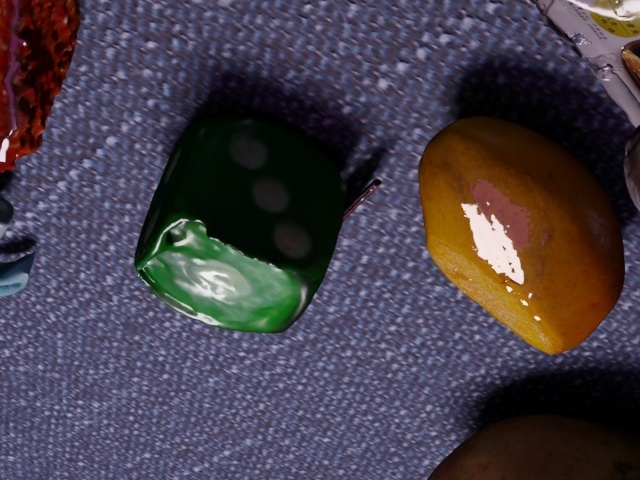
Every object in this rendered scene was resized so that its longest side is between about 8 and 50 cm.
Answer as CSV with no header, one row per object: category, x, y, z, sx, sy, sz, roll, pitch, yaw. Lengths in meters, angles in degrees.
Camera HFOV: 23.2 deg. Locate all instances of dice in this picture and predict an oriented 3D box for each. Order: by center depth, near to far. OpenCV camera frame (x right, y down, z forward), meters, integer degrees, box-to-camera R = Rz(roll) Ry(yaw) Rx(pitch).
dice,-0.060,-0.012,1.167,0.128,0.120,0.131,22,150,-12

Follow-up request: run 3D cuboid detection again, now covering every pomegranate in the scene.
pomegranate,0.231,0.305,1.395,0.322,0.322,0.322,11,148,7

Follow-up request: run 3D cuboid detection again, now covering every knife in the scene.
knife,0.000,0.000,1.237,0.018,0.035,0.247,48,148,0

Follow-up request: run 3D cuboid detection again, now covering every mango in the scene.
mango,0.140,-0.012,1.107,0.141,0.102,0.217,17,154,45

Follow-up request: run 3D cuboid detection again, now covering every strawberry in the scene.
strawberry,-0.227,-0.138,1.070,0.236,0.106,0.175,-18,98,40

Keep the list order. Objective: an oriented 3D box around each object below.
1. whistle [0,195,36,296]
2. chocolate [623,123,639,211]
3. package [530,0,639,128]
whistle,-0.362,0.011,1.357,0.186,0.093,0.274,37,139,-30
chocolate,0.276,-0.019,1.007,0.110,0.110,0.248,-13,148,37
package,0.238,-0.124,0.957,0.173,0.027,0.171,-9,141,40
